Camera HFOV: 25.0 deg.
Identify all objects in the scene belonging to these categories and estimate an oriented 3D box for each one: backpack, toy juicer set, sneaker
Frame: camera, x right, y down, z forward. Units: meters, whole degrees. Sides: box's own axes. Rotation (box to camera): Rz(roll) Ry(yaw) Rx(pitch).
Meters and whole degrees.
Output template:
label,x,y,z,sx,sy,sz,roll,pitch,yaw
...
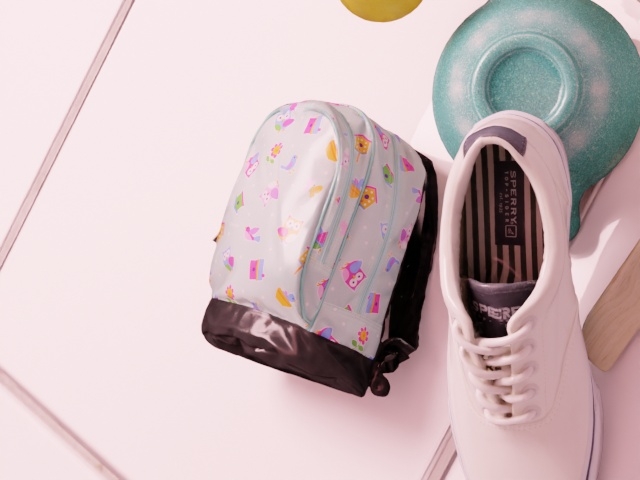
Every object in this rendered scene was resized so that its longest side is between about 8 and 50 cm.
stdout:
label,x,y,z,sx,sy,sz,roll,pitch,yaw
backpack,0.000,0.000,0.965,0.152,0.115,0.182,14,82,44
toy juicer set,0.164,-0.112,0.895,0.209,0.089,0.329,-37,80,14
sneaker,0.104,0.056,0.831,0.094,0.091,0.258,-6,94,24

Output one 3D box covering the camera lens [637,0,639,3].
label,x,y,z,sx,sy,sz,roll,pitch,yaw
camera lens,0.275,-0.155,0.674,0.219,0.274,0.219,-20,59,38
